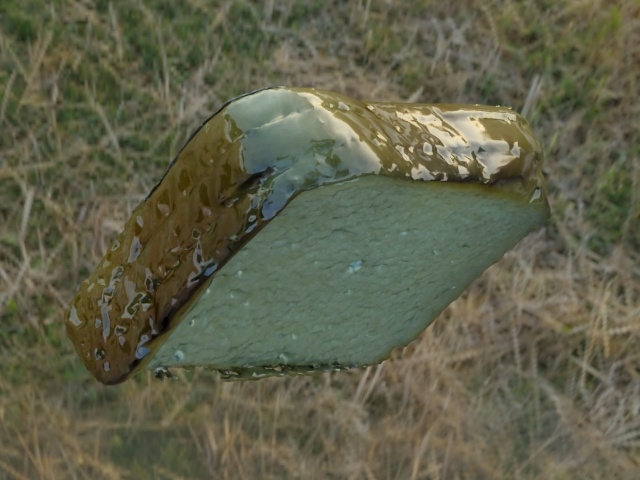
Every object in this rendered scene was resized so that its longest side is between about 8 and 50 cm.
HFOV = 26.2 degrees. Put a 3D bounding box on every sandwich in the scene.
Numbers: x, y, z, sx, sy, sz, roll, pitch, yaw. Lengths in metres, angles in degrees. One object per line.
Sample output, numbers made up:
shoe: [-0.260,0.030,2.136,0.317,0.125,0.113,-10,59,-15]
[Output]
sandwich: [0.000,-0.001,0.841,0.251,0.226,0.087,-1,56,-45]
